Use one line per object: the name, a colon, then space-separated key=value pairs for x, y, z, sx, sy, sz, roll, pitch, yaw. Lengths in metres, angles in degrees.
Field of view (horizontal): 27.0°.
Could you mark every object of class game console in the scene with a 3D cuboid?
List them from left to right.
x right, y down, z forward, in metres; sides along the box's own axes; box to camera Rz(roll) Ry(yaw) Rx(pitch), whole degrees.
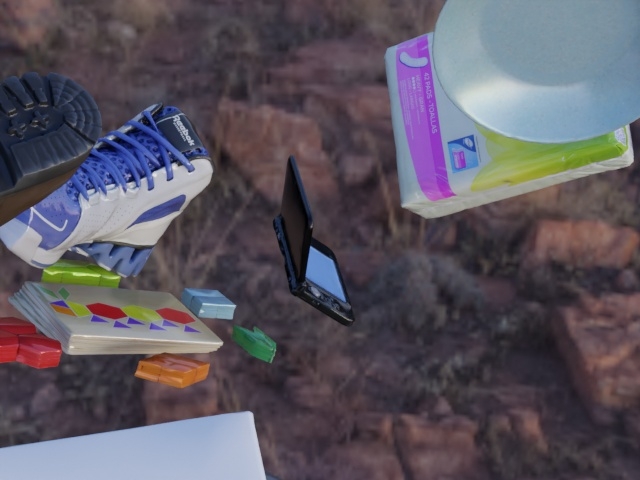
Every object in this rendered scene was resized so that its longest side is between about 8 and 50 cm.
game console: x=0.000 y=0.000 z=1.199 sx=0.107 sy=0.071 sz=0.122 roll=33 pitch=22 yaw=-27

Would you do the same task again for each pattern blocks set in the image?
pattern blocks set: x=-0.207 y=0.081 z=1.338 sx=0.324 sy=0.026 sz=0.285 roll=9 pitch=16 yaw=-26

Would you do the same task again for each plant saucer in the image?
plant saucer: x=0.181 y=-0.157 z=1.010 sx=0.194 sy=0.195 sz=0.037 roll=2 pitch=45 yaw=1

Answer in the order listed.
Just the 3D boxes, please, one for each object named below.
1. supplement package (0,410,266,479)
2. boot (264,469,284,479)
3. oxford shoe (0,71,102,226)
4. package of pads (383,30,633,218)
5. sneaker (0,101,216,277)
supplement package: x=-0.085 y=0.199 z=0.569 sx=0.133 sy=0.244 sz=0.139 roll=-7 pitch=54 yaw=-11
boot: x=-0.216 y=0.308 z=1.270 sx=0.367 sy=0.146 sz=0.445 roll=5 pitch=7 yaw=36
oxford shoe: x=-0.235 y=-0.022 z=0.750 sx=0.227 sy=0.096 sz=0.083 roll=-16 pitch=70 yaw=-33
package of pads: x=0.232 y=-0.175 z=1.682 sx=0.296 sy=0.229 sz=0.101 roll=-14 pitch=-19 yaw=27
sneaker: x=-0.218 y=-0.069 z=1.371 sx=0.127 sy=0.182 sz=0.315 roll=49 pitch=11 yaw=16
